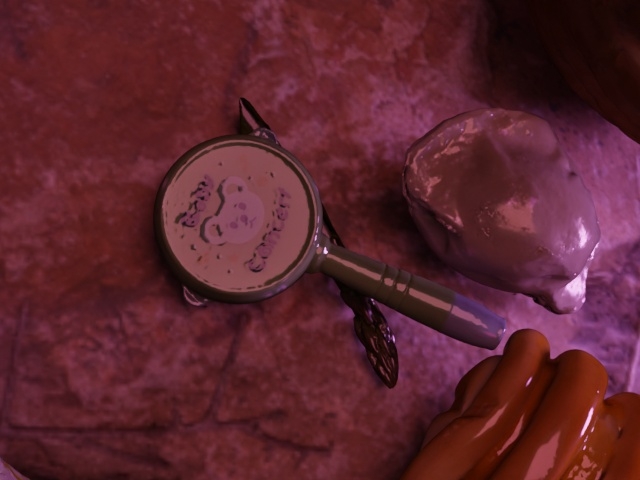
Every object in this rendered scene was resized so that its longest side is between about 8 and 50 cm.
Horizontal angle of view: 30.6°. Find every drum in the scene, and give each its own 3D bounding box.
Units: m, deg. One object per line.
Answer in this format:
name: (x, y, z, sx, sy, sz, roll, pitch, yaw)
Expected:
drum: (0.011, -0.005, 0.812, 0.253, 0.049, 0.130, 9, 84, -6)

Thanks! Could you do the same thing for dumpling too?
dumpling: (0.144, -0.027, 0.874, 0.199, 0.118, 0.136, 41, 62, -29)

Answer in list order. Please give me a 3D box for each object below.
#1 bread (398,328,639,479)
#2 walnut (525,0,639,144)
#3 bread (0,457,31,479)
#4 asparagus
bread: (0.212, 0.204, 0.810, 0.311, 0.121, 0.173, 42, 62, -7)
walnut: (0.312, -0.199, 0.892, 0.332, 0.333, 0.333, 7, 69, -20)
bread: (-0.193, 0.238, 0.627, 0.156, 0.158, 0.261, 8, 81, -1)
asparagus: (0.000, 0.000, 0.849, 0.034, 0.027, 0.236, -26, 83, -48)
